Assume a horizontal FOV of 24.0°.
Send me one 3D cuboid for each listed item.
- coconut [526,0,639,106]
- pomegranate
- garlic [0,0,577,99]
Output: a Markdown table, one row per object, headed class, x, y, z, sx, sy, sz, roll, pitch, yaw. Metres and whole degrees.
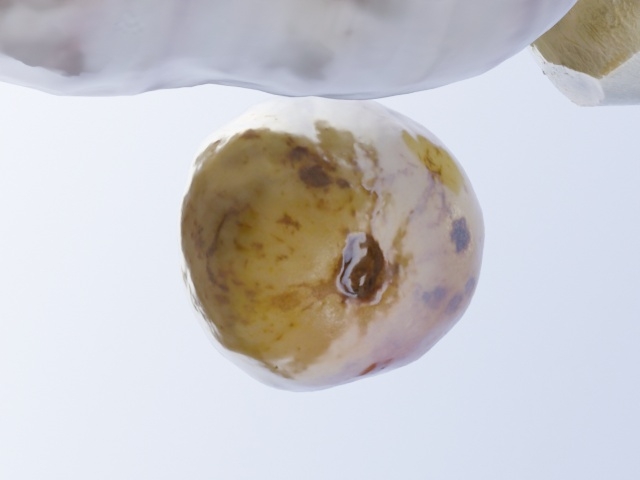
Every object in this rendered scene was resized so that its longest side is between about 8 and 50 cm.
| class | x | y | z | sx | sy | sz | roll | pitch | yaw |
| --- | --- | --- | --- | --- | --- | --- | --- | --- | --- |
| coconut | 0.226 | -0.176 | 1.101 | 0.162 | 0.161 | 0.161 | 54 | -45 | -2 |
| pomegranate | 0.000 | 0.000 | 1.051 | 0.215 | 0.215 | 0.215 | -5 | -97 | 52 |
| garlic | -0.050 | -0.185 | 0.360 | 0.259 | 0.317 | 0.318 | 134 | -50 | -66 |
